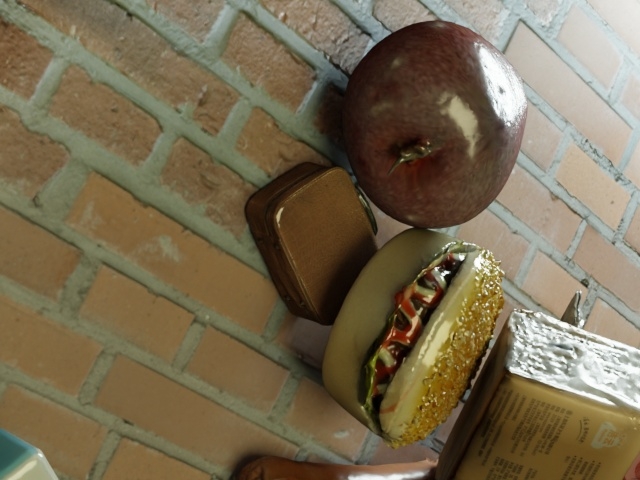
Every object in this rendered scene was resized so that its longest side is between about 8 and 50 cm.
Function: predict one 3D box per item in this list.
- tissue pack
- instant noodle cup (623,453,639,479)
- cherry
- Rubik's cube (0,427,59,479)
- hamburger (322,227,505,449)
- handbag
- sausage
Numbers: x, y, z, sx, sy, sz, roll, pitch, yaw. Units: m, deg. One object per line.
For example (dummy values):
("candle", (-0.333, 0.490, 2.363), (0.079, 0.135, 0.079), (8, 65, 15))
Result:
("tissue pack", (0.302, 0.237, 1.767), (0.238, 0.238, 0.306), (-20, 143, -35))
("instant noodle cup", (0.396, 0.357, 2.003), (0.243, 0.243, 0.231), (0, 108, -39))
("cherry", (0.152, -0.157, 1.686), (0.307, 0.221, 0.261), (-36, 123, -43))
("Rubik's cube", (-0.389, 0.363, 1.305), (0.290, 0.291, 0.291), (-38, 120, -26))
("hamburger", (0.131, 0.127, 1.702), (0.302, 0.170, 0.302), (-49, 156, -31))
("handbag", (0.000, 0.000, 1.690), (0.151, 0.072, 0.193), (-38, 120, -28))
("sausage", (0.061, 0.345, 1.805), (0.418, 0.094, 0.094), (8, 122, -41))
